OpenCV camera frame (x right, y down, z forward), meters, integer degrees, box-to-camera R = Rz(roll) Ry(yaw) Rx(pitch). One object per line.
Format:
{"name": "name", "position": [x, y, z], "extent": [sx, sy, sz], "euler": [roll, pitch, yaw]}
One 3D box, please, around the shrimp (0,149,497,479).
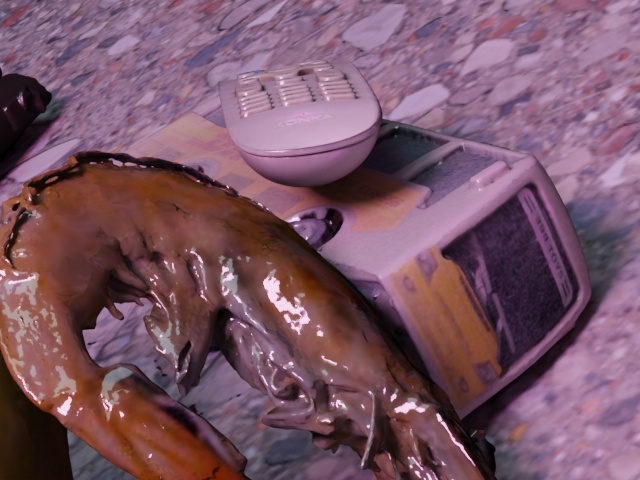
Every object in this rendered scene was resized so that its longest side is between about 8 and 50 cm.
{"name": "shrimp", "position": [-0.034, 0.055, 0.797], "extent": [0.173, 0.253, 0.058], "euler": [-20, -31, -46]}

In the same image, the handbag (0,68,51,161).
{"name": "handbag", "position": [-0.367, -0.046, 1.501], "extent": [0.285, 0.113, 0.257], "euler": [-12, 25, 37]}

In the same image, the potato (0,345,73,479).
{"name": "potato", "position": [-0.190, 0.067, 0.816], "extent": [0.212, 0.330, 0.280], "euler": [-2, 74, 16]}

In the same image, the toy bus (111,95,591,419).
{"name": "toy bus", "position": [0.000, 0.000, 1.020], "extent": [0.138, 0.097, 0.342], "euler": [-34, 23, -20]}

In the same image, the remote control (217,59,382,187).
{"name": "remote control", "position": [-0.010, -0.059, 0.980], "extent": [0.073, 0.044, 0.229], "euler": [-12, 13, -2]}
